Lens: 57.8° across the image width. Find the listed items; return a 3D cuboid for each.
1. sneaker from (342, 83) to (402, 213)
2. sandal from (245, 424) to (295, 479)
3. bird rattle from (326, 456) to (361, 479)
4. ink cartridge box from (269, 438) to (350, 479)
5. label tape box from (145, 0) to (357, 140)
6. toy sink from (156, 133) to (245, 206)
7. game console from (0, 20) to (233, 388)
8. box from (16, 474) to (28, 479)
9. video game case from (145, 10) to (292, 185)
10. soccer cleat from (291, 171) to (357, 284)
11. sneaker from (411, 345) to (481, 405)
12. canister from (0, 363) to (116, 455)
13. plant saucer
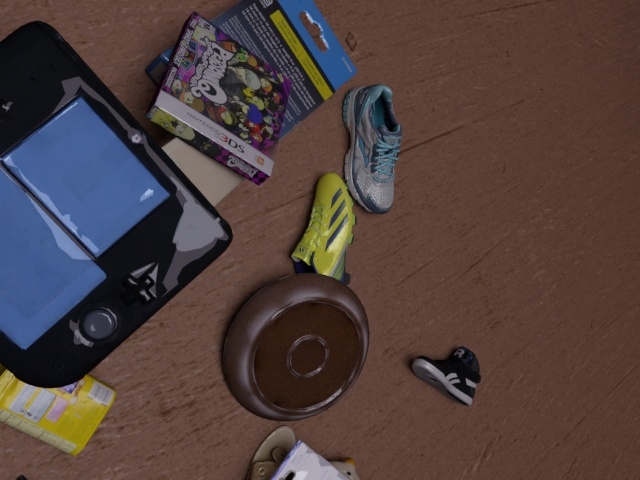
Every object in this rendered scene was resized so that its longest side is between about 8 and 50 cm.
[{"bbox_3d":[0.118,-0.197,1.243,0.110,0.122,0.283,-11,94,-32],"label":"sneaker"},{"bbox_3d":[-0.105,0.470,1.097,0.088,0.079,0.240,48,65,-21],"label":"sandal"},{"bbox_3d":[0.011,0.555,1.171,0.253,0.143,0.207,-10,81,-19],"label":"bird rattle"},{"bbox_3d":[0.031,0.537,1.076,0.332,0.065,0.165,42,69,-3],"label":"ink cartridge box"},{"bbox_3d":[-0.120,-0.321,1.107,0.333,0.105,0.241,-45,110,-26],"label":"label tape box"},{"bbox_3d":[-0.240,-0.094,0.950,0.131,0.152,0.234,59,39,-19],"label":"toy sink"},{"bbox_3d":[-0.360,-0.034,0.761,0.342,0.060,0.387,-41,104,-5],"label":"game console"},{"bbox_3d":[-0.481,0.504,0.874,0.220,0.051,0.175,-45,111,-25],"label":"box"},{"bbox_3d":[-0.154,-0.233,0.946,0.210,0.041,0.232,31,50,-28],"label":"video game case"},{"bbox_3d":[0.001,0.000,1.178,0.121,0.093,0.289,5,86,-30],"label":"soccer cleat"},{"bbox_3d":[0.302,0.292,1.371,0.217,0.079,0.121,41,64,-33],"label":"sneaker"},{"bbox_3d":[-0.427,0.247,0.908,0.170,0.073,0.126,40,68,-26],"label":"canister"},{"bbox_3d":[-0.031,0.218,1.123,0.310,0.050,0.311,-7,106,-24],"label":"plant saucer"}]
